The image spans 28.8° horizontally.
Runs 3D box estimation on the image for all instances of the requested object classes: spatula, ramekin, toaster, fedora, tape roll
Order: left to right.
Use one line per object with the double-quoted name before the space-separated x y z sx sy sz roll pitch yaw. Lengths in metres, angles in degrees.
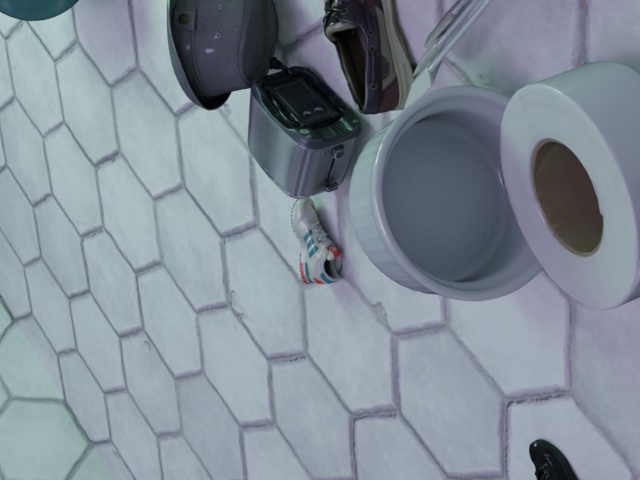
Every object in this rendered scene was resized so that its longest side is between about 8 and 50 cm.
"fedora" -0.148 -0.352 2.033 0.124 0.243 0.276 0 74 22
"toaster" -0.038 -0.174 2.010 0.227 0.129 0.146 47 143 32
"ramekin" 0.171 -0.056 1.646 0.135 0.277 0.277 -14 96 68
"spatula" 0.183 -0.284 1.631 0.019 0.168 0.242 33 142 -9
"tape roll" 0.329 -0.064 1.479 0.286 0.100 0.286 56 157 37

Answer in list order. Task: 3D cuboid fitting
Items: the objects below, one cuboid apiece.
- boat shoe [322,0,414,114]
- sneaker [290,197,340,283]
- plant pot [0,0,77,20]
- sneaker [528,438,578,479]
"boat shoe" 0.051 -0.319 1.831 0.103 0.092 0.285 -19 90 59
"sneaker" 0.000 0.000 2.129 0.075 0.057 0.161 6 112 36
"plant pot" -0.567 -0.567 2.431 0.293 0.293 0.235 57 159 19
"sneaker" 0.336 0.373 1.803 0.170 0.089 0.051 56 145 19
